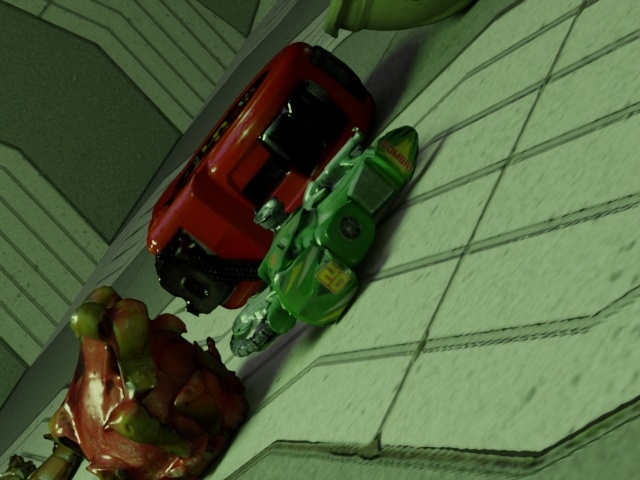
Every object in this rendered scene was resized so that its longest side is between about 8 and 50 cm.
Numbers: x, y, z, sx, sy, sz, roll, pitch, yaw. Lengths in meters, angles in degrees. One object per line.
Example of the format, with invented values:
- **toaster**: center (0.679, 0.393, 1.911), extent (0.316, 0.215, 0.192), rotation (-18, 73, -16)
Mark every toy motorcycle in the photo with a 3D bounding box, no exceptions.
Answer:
- **toy motorcycle**: center (0.000, 0.000, 0.878), extent (0.106, 0.074, 0.190), rotation (-21, 33, 54)

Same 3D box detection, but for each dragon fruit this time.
- **dragon fruit**: center (-0.126, 0.110, 0.914), extent (0.150, 0.207, 0.133), rotation (-5, 48, 16)

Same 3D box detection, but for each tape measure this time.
- **tape measure**: center (-0.056, -0.064, 1.184), extent (0.260, 0.114, 0.253), rotation (-51, 11, 2)

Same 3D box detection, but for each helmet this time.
- **helmet**: center (0.099, -0.285, 1.090), extent (0.204, 0.137, 0.257), rotation (-77, 2, -59)

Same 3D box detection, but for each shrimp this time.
- **shrimp**: center (-0.345, 0.282, 1.511), extent (0.150, 0.068, 0.249), rotation (-45, 13, -16)

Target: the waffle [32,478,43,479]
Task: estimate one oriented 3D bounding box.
- **waffle**: center (-0.339, 0.374, 1.205), extent (0.309, 0.065, 0.283), rotation (-60, 9, -7)
